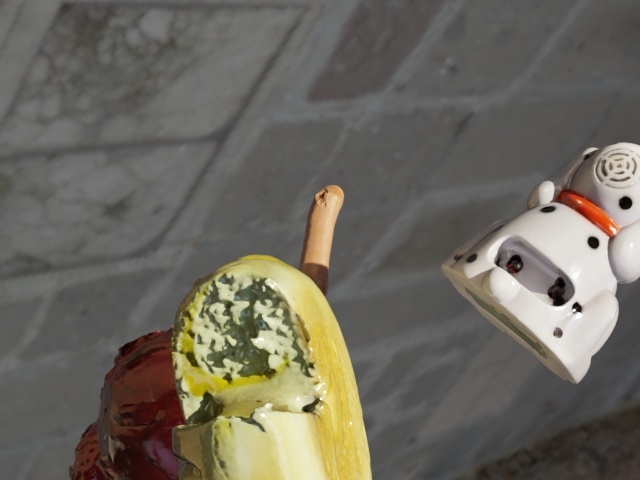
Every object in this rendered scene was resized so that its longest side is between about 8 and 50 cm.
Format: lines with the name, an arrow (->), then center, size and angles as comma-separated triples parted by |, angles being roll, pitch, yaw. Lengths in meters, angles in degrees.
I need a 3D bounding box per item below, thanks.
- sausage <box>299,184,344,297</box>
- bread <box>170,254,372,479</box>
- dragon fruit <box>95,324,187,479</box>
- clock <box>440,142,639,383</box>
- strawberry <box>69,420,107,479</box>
sausage -> 0.000, 0.000, 1.731 | 0.043, 0.186, 0.043 | 6, 143, 5
bread -> -0.053, 0.187, 1.340 | 0.160, 0.333, 0.333 | -13, 161, 16
dragon fruit -> -0.166, 0.258, 1.899 | 0.302, 0.295, 0.295 | 2, 139, -19
clock -> 0.275, 0.000, 1.428 | 0.254, 0.189, 0.189 | -47, 157, -9
strawberry -> -0.260, 0.384, 2.174 | 0.277, 0.257, 0.257 | -17, 152, -8
